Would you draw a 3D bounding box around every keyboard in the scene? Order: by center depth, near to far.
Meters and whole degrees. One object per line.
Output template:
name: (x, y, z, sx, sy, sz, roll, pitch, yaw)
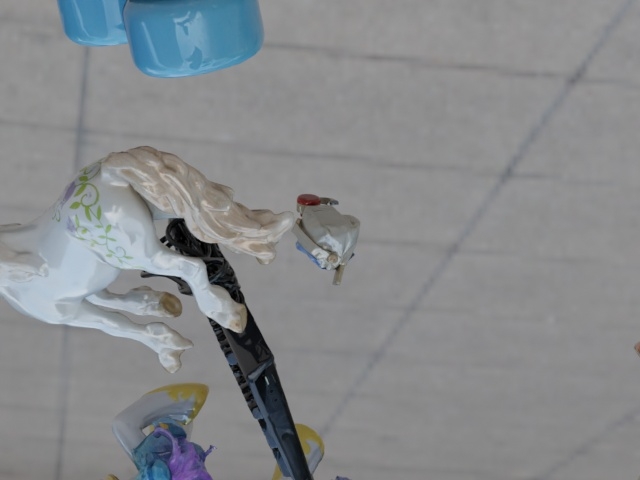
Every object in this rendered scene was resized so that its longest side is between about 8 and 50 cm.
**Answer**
keyboard: (-0.052, 0.036, 0.857, 0.038, 0.100, 0.192, -21, -154, -7)

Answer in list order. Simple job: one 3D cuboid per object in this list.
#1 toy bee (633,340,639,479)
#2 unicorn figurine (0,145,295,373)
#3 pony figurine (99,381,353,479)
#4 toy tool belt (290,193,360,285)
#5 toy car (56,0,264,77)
toy bee: (0.399, 0.168, 1.757, 0.298, 0.195, 0.162, 28, 172, 25)
unicorn figurine: (-0.089, 0.012, 0.706, 0.111, 0.060, 0.162, 25, 125, -26)
pony figurine: (-0.099, 0.290, 1.650, 0.351, 0.363, 0.303, 40, 122, 6)
toy tool belt: (0.000, 0.000, 1.525, 0.052, 0.051, 0.083, -4, -158, -22)
toy car: (-0.032, -0.233, 1.048, 0.238, 0.219, 0.210, -19, -158, -22)
